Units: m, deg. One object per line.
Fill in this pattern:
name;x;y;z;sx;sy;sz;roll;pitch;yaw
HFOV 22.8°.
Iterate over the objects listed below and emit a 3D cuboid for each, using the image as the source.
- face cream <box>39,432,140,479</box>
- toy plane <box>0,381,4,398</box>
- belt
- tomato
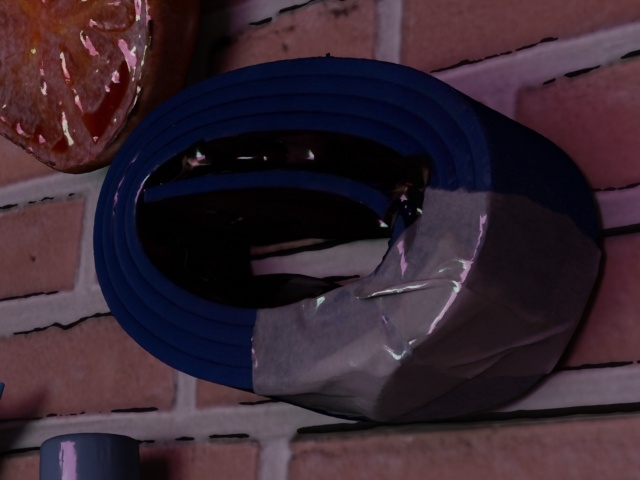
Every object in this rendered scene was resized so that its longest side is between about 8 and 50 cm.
face cream;-0.149;0.321;1.042;0.135;0.086;0.385;-24;64;48
toy plane;-0.310;0.238;1.209;0.254;0.105;0.271;-3;74;44
belt;0.000;0.000;0.989;0.347;0.117;0.212;5;77;45
tomato;-0.183;-0.166;1.228;0.237;0.095;0.237;4;96;37
